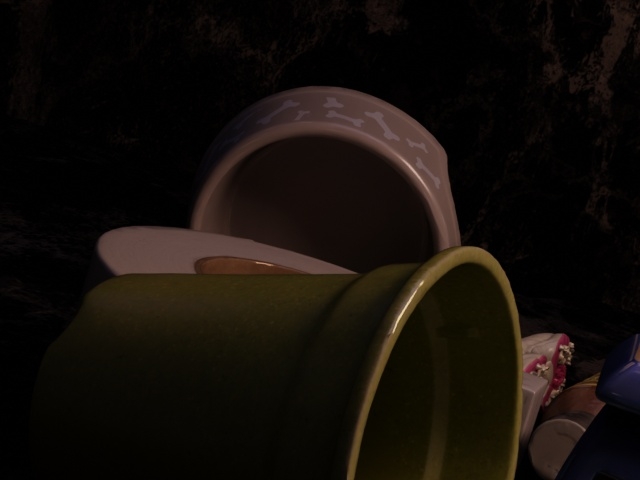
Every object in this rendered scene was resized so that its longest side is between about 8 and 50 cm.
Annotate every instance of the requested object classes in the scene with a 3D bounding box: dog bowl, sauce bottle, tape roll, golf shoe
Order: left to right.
[{"bbox_3d":[-0.024,0.083,1.087,0.392,0.072,0.392,17,11,-4],"label":"tape roll"},{"bbox_3d":[0.000,0.000,1.407,0.348,0.349,0.102,17,20,2],"label":"dog bowl"},{"bbox_3d":[0.240,0.164,1.551,0.140,0.115,0.306,16,5,23],"label":"golf shoe"},{"bbox_3d":[0.311,0.210,1.347,0.111,0.111,0.344,20,7,22],"label":"sauce bottle"}]

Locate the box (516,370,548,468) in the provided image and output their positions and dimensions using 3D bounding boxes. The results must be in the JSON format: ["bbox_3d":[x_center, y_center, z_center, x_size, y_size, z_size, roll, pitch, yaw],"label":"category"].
[{"bbox_3d":[0.176,0.184,1.281,0.101,0.102,0.087,18,9,18],"label":"box"}]

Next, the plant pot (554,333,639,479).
[{"bbox_3d":[0.308,0.207,0.979,0.236,0.212,0.236,18,8,15],"label":"plant pot"}]

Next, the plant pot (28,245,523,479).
[{"bbox_3d":[-0.035,0.124,0.773,0.254,0.276,0.276,8,3,28],"label":"plant pot"}]
